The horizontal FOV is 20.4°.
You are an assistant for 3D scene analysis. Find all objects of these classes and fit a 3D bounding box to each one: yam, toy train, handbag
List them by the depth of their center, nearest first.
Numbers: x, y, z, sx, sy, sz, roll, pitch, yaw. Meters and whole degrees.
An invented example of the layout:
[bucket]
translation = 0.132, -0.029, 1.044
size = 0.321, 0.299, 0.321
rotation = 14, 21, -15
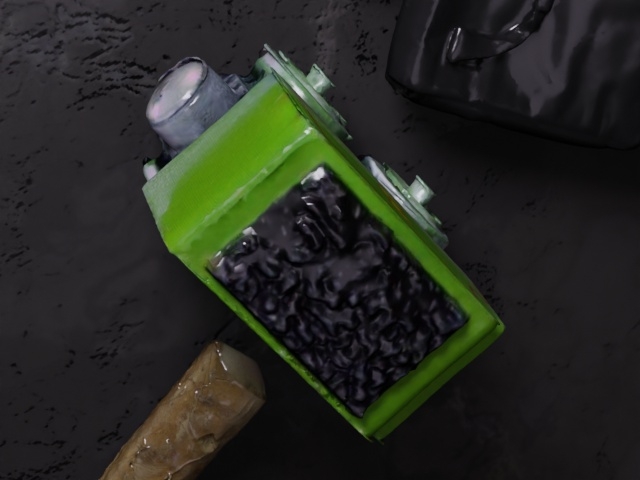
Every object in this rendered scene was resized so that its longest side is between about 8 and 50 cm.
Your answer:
[toy train]
translation = 0.000, 0.000, 1.340
size = 0.173, 0.249, 0.307
rotation = -42, 119, 4
[handbag]
translation = 0.190, -0.219, 1.398
size = 0.244, 0.088, 0.275
rotation = 11, 110, -25
[yam]
translation = -0.161, 0.235, 1.481
size = 0.081, 0.081, 0.356
rotation = 32, 101, -27
